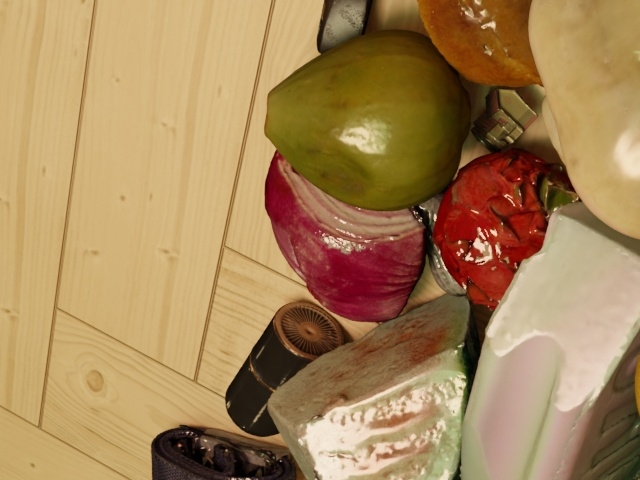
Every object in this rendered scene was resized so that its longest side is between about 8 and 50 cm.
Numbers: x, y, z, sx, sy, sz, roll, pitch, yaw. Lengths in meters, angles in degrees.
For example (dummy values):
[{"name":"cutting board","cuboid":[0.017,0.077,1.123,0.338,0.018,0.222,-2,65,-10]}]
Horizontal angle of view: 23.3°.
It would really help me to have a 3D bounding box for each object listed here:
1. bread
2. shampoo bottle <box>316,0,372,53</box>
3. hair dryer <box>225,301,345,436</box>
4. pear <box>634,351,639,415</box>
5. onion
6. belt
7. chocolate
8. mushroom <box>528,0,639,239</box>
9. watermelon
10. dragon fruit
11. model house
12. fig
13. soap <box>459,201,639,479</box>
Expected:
[{"name":"bread","cuboid":[0.182,-0.262,1.675,0.129,0.134,0.260,-16,106,38]},{"name":"shampoo bottle","cuboid":[0.031,-0.260,1.819,0.063,0.057,0.207,15,128,3]},{"name":"hair dryer","cuboid":[0.048,0.252,2.079,0.352,0.107,0.189,36,128,3]},{"name":"pear","cuboid":[0.420,0.143,1.546,0.209,0.209,0.209,15,123,24]},{"name":"onion","cuboid":[0.000,0.000,1.910,0.250,0.111,0.247,45,140,20]},{"name":"belt","cuboid":[-0.139,0.336,2.215,0.230,0.139,0.126,12,116,28]},{"name":"chocolate","cuboid":[0.149,-0.007,1.880,0.072,0.072,0.167,-15,110,36]},{"name":"mushroom","cuboid":[0.343,-0.153,1.507,0.353,0.325,0.353,10,123,16]},{"name":"watermelon","cuboid":[0.058,0.233,1.918,0.258,0.228,0.387,20,104,5]},{"name":"dragon fruit","cuboid":[0.215,-0.014,1.773,0.172,0.172,0.209,33,129,12]},{"name":"model house","cuboid":[0.205,-0.140,1.777,0.058,0.057,0.083,44,174,-3]},{"name":"fig","cuboid":[0.058,-0.128,1.757,0.230,0.207,0.207,-26,102,10]},{"name":"soap","cuboid":[0.298,0.159,1.745,0.156,0.261,0.446,36,132,30]}]
